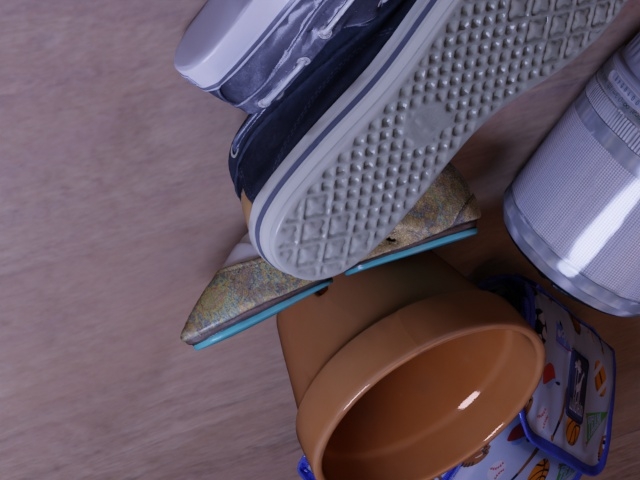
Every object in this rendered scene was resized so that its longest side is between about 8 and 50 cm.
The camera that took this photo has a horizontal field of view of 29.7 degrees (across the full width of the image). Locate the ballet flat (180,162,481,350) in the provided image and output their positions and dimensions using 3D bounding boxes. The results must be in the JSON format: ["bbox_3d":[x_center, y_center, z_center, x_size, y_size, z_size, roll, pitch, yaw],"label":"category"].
[{"bbox_3d":[0.000,0.000,1.250,0.348,0.123,0.123,-22,143,-16],"label":"ballet flat"}]

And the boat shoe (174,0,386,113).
[{"bbox_3d":[0.011,-0.220,0.985,0.102,0.108,0.301,31,114,-31],"label":"boat shoe"}]

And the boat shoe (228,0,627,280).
[{"bbox_3d":[0.104,-0.184,1.082,0.500,0.156,0.187,-46,135,4],"label":"boat shoe"}]

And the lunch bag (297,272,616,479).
[{"bbox_3d":[0.222,0.249,1.613,0.385,0.239,0.328,-54,141,2],"label":"lunch bag"}]

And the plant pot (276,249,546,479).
[{"bbox_3d":[0.081,0.125,1.374,0.291,0.203,0.291,-20,143,-16],"label":"plant pot"}]

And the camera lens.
[{"bbox_3d":[0.353,-0.069,1.341,0.219,0.219,0.274,6,129,-41],"label":"camera lens"}]
